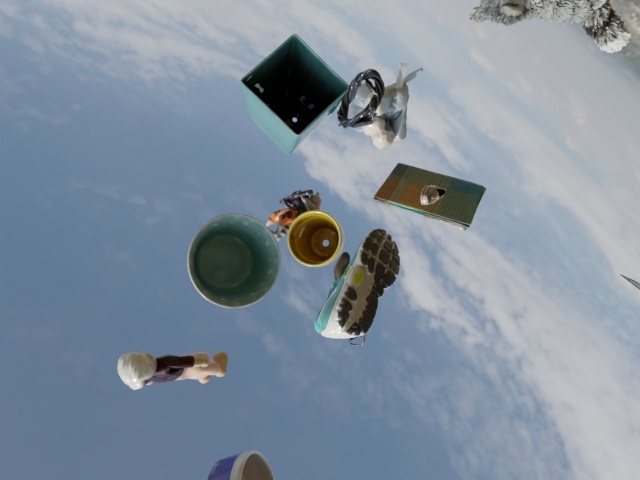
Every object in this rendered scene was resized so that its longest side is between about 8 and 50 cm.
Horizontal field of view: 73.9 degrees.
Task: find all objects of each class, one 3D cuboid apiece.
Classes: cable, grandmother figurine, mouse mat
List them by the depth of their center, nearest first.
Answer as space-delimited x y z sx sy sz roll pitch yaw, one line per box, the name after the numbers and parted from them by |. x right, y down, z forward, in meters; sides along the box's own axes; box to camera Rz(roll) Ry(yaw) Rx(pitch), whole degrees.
0.098 -0.377 1.144 0.047 0.185 0.150 4 -86 -30 | cable
-0.408 0.347 1.158 0.104 0.208 0.342 62 -169 25 | grandmother figurine
0.990 0.167 1.243 0.190 0.007 0.152 22 -157 -13 | mouse mat

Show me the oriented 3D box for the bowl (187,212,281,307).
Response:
-0.310 0.070 1.451 0.312 0.163 0.311 3 -96 -28 | bowl

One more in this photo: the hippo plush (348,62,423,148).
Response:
0.182 -0.496 1.544 0.235 0.293 0.237 -11 -153 -45 | hippo plush

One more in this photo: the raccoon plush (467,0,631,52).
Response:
0.613 -0.580 1.103 0.446 0.299 0.216 40 -175 -14 | raccoon plush

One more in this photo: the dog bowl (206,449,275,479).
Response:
-0.210 0.729 1.166 0.265 0.104 0.264 -18 -90 -81 | dog bowl

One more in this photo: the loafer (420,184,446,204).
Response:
0.282 -0.117 1.061 0.125 0.039 0.045 -31 -59 -58 | loafer

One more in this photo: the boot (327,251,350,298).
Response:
0.106 0.159 1.658 0.106 0.219 0.082 19 -171 42 | boot

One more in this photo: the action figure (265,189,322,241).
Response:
-0.139 -0.130 2.060 0.330 0.341 0.178 -31 -79 -15 | action figure

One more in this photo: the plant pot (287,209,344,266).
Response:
0.000 0.000 1.995 0.254 0.254 0.239 53 -172 13 | plant pot

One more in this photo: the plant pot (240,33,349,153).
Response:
-0.071 -0.308 0.996 0.165 0.234 0.165 44 -103 -1 | plant pot

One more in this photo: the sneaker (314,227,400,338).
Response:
0.072 0.078 0.855 0.107 0.110 0.275 48 -127 -15 | sneaker

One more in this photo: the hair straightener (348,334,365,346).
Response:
0.104 0.187 1.074 0.047 0.230 0.089 12 -150 -2 | hair straightener

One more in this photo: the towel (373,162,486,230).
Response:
0.423 -0.178 1.637 0.371 0.040 0.271 20 -132 22 | towel
